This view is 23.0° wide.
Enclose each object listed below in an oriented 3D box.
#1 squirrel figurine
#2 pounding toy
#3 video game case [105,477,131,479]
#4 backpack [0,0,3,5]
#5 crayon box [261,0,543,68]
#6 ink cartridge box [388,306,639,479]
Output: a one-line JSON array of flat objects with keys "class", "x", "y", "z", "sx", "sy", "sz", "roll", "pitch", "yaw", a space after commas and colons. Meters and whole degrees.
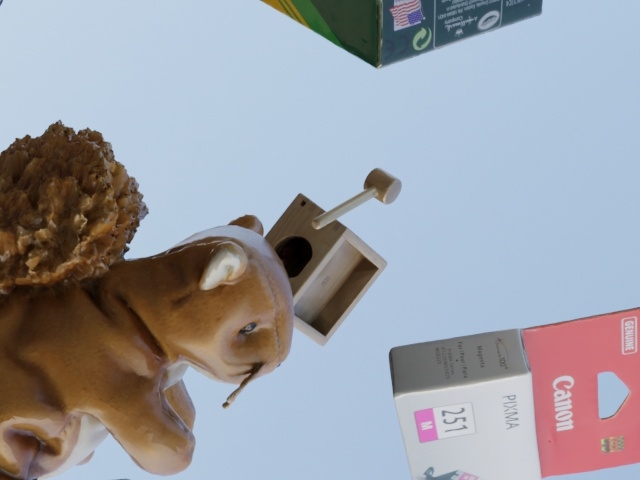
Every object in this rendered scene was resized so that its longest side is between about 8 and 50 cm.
[{"class": "squirrel figurine", "x": -0.233, "y": 0.063, "z": 1.664, "sx": 0.370, "sy": 0.281, "sz": 0.397, "roll": -31, "pitch": -88, "yaw": 13}, {"class": "pounding toy", "x": 0.000, "y": -0.008, "z": 1.798, "sx": 0.094, "sy": 0.181, "sz": 0.206, "roll": 37, "pitch": -91, "yaw": 31}, {"class": "video game case", "x": -0.227, "y": 0.244, "z": 0.917, "sx": 0.042, "sy": 0.232, "sz": 0.210, "roll": 41, "pitch": -56, "yaw": 51}, {"class": "backpack", "x": -0.281, "y": -0.212, "z": 1.132, "sx": 0.105, "sy": 0.114, "sz": 0.084, "roll": 53, "pitch": -44, "yaw": 8}, {"class": "crayon box", "x": 0.043, "y": -0.282, "z": 1.554, "sx": 0.318, "sy": 0.202, "sz": 0.081, "roll": 38, "pitch": -41, "yaw": 45}, {"class": "ink cartridge box", "x": 0.200, "y": 0.184, "z": 1.517, "sx": 0.239, "sy": 0.275, "sz": 0.060, "roll": -9, "pitch": -130, "yaw": 4}]
